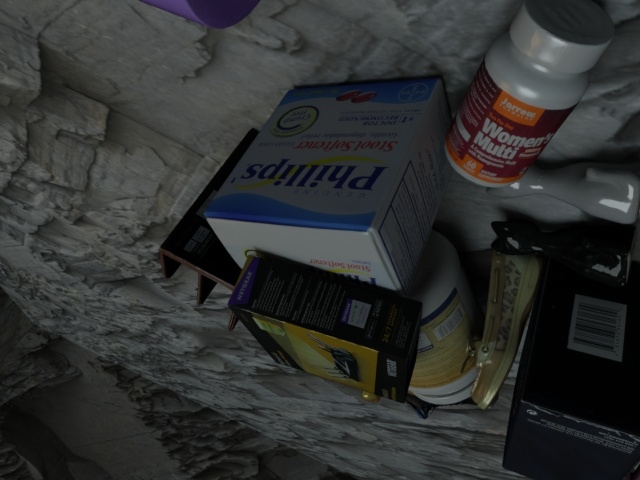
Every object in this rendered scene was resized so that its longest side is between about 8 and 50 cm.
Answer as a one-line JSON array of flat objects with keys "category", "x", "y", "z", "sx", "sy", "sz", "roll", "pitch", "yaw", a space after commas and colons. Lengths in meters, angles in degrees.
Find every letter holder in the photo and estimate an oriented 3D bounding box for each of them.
[{"category": "letter holder", "x": -0.147, "y": -0.013, "z": 0.980, "sx": 0.152, "sy": 0.302, "sz": 0.214, "roll": 27, "pitch": 147, "yaw": 2}]

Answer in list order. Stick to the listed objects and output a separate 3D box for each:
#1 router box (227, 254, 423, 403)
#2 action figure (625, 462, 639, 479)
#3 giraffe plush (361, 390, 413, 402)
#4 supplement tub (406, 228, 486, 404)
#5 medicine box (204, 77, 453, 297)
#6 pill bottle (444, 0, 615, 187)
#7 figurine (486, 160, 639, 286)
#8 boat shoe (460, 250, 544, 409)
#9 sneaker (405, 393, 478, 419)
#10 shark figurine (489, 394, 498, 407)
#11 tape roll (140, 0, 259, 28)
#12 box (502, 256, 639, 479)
[{"category": "router box", "x": 0.022, "y": 0.147, "z": 0.791, "sx": 0.242, "sy": 0.081, "sz": 0.309, "roll": 14, "pitch": 156, "yaw": 16}, {"category": "action figure", "x": 0.614, "y": 0.468, "z": 1.112, "sx": 0.248, "sy": 0.276, "sz": 0.370, "roll": -13, "pitch": 115, "yaw": 38}, {"category": "giraffe plush", "x": 0.206, "y": 0.322, "z": 1.331, "sx": 0.170, "sy": 0.181, "sz": 0.210, "roll": 12, "pitch": 110, "yaw": 8}, {"category": "supplement tub", "x": 0.196, "y": 0.153, "z": 1.015, "sx": 0.228, "sy": 0.228, "sz": 0.316, "roll": -1, "pitch": 136, "yaw": 37}, {"category": "medicine box", "x": 0.028, "y": -0.084, "z": 0.764, "sx": 0.263, "sy": 0.289, "sz": 0.149, "roll": 6, "pitch": 142, "yaw": 31}, {"category": "pill bottle", "x": 0.243, "y": -0.175, "z": 0.637, "sx": 0.121, "sy": 0.121, "sz": 0.221, "roll": 25, "pitch": 147, "yaw": 6}, {"category": "figurine", "x": 0.352, "y": -0.038, "z": 0.780, "sx": 0.209, "sy": 0.092, "sz": 0.215, "roll": 11, "pitch": 142, "yaw": 32}, {"category": "boat shoe", "x": 0.305, "y": 0.147, "z": 0.912, "sx": 0.089, "sy": 0.285, "sz": 0.104, "roll": 18, "pitch": 176, "yaw": 20}, {"category": "sneaker", "x": 0.321, "y": 0.427, "z": 1.387, "sx": 0.216, "sy": 0.121, "sz": 0.079, "roll": 14, "pitch": 145, "yaw": 22}, {"category": "shark figurine", "x": 0.310, "y": 0.247, "z": 1.207, "sx": 0.278, "sy": 0.166, "sz": 0.116, "roll": 28, "pitch": 125, "yaw": 34}, {"category": "tape roll", "x": -0.107, "y": -0.360, "z": 0.510, "sx": 0.090, "sy": 0.275, "sz": 0.275, "roll": 24, "pitch": 147, "yaw": 9}, {"category": "box", "x": 0.429, "y": 0.226, "z": 0.877, "sx": 0.182, "sy": 0.296, "sz": 0.294, "roll": 12, "pitch": 143, "yaw": 23}]
